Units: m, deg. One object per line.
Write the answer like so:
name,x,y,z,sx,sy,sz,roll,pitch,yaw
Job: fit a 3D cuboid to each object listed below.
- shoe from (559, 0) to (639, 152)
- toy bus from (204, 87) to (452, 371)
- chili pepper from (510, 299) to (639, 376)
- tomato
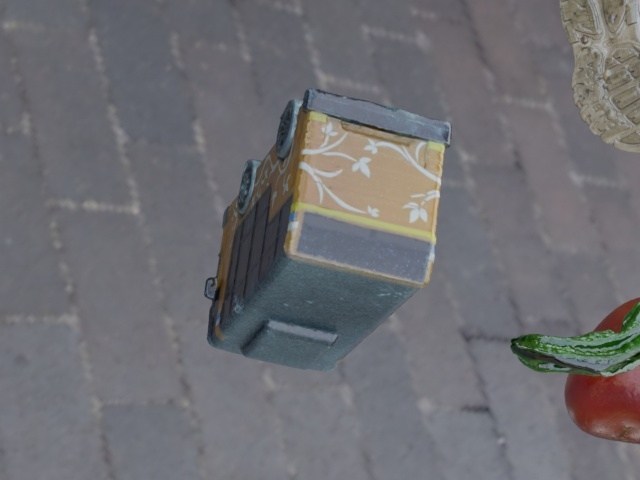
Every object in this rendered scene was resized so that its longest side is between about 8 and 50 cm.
shoe,0.277,-0.161,1.562,0.092,0.089,0.180,7,66,-60
toy bus,0.000,0.000,1.717,0.162,0.323,0.194,13,66,-14
chili pepper,0.262,0.083,1.534,0.182,0.050,0.073,-22,73,-14
tomato,0.344,0.125,1.832,0.082,0.166,0.174,56,46,-55
